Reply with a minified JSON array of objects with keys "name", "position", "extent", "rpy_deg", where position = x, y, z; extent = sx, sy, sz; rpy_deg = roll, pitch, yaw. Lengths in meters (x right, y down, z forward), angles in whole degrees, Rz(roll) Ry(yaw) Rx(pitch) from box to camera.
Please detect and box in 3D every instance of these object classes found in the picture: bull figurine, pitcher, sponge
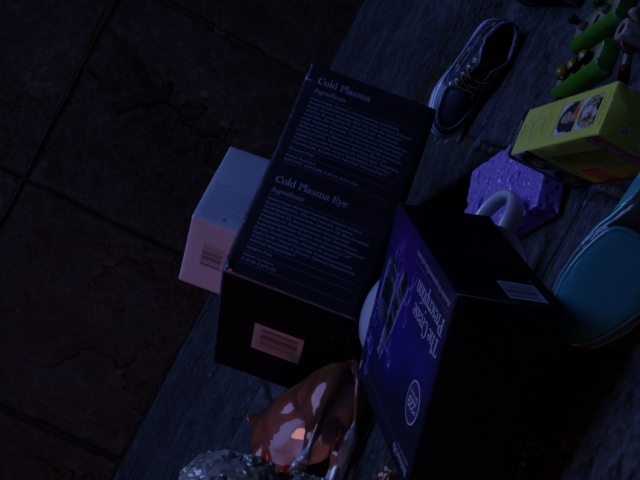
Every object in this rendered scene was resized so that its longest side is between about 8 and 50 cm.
[{"name":"bull figurine","position":[-0.031,0.260,1.940],"extent":[0.310,0.101,0.188],"rpy_deg":[129,160,-54]},{"name":"pitcher","position":[0.139,0.048,1.613],"extent":[0.207,0.125,0.178],"rpy_deg":[-37,26,46]},{"name":"sponge","position":[0.215,-0.055,1.685],"extent":[0.210,0.031,0.117],"rpy_deg":[140,147,-65]}]

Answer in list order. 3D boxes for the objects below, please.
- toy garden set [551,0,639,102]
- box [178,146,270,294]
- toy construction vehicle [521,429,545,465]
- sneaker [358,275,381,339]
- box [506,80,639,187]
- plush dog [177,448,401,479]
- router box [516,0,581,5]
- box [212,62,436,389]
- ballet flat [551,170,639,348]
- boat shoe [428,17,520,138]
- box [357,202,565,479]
[{"name":"toy garden set","position":[0.311,-0.236,1.662],"extent":[0.244,0.049,0.204],"rpy_deg":[-67,12,-20]},{"name":"box","position":[-0.124,-0.026,2.157],"extent":[0.170,0.091,0.130],"rpy_deg":[-66,-6,-47]},{"name":"toy construction vehicle","position":[0.156,0.216,1.355],"extent":[0.098,0.035,0.086],"rpy_deg":[-47,19,54]},{"name":"sneaker","position":[0.094,0.086,1.943],"extent":[0.057,0.047,0.119],"rpy_deg":[-7,54,50]},{"name":"box","position":[0.266,-0.099,1.465],"extent":[0.058,0.087,0.232],"rpy_deg":[-67,13,-8]},{"name":"plush dog","position":[-0.050,0.299,1.601],"extent":[0.211,0.225,0.262],"rpy_deg":[-63,11,1]},{"name":"router box","position":[0.340,-0.456,1.962],"extent":[0.309,0.081,0.243],"rpy_deg":[-62,11,5]},{"name":"box","position":[0.000,0.000,1.994],"extent":[0.343,0.179,0.313],"rpy_deg":[104,-173,-66]},{"name":"ballet flat","position":[0.280,-0.012,1.260],"extent":[0.247,0.083,0.087],"rpy_deg":[-58,-12,23]},{"name":"boat shoe","position":[0.207,-0.222,2.061],"extent":[0.183,0.065,0.083],"rpy_deg":[-62,10,2]},{"name":"box","position":[0.117,0.094,1.361],"extent":[0.261,0.103,0.184],"rpy_deg":[-114,33,-71]}]
